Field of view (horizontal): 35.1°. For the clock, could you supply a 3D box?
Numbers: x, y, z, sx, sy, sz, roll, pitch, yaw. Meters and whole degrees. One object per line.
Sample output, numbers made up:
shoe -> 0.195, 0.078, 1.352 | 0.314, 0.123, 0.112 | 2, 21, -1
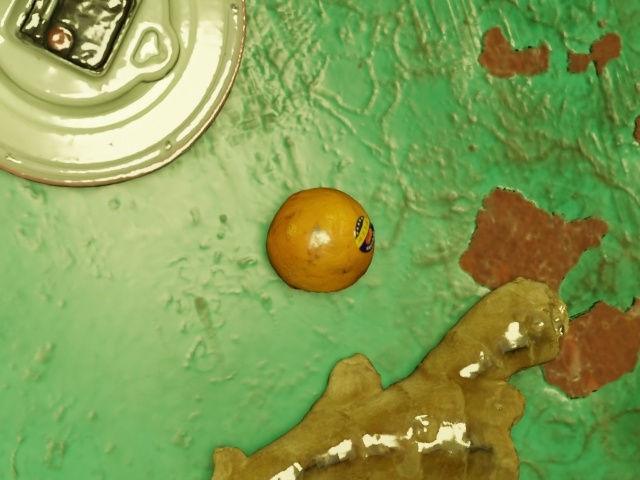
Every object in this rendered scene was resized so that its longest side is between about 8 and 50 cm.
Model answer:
clock -> -0.175, -0.160, 0.730 | 0.244, 0.056, 0.244 | 0, 91, -10

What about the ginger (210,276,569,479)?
ginger -> 0.052, 0.147, 0.760 | 0.333, 0.081, 0.148 | -21, 90, -9

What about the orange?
orange -> -0.001, 0.000, 0.750 | 0.083, 0.083, 0.084 | 0, 91, -10
